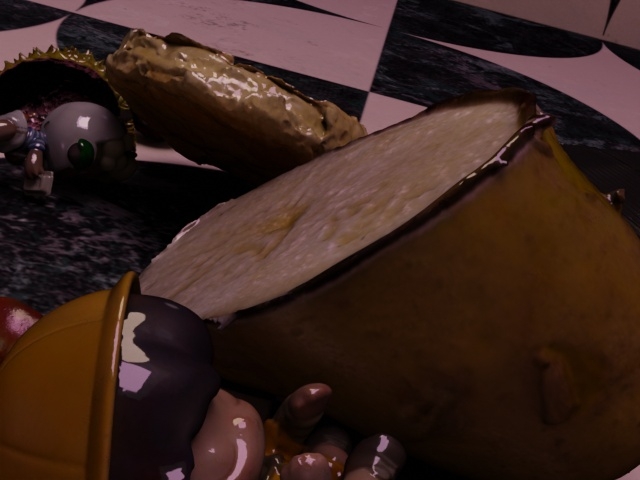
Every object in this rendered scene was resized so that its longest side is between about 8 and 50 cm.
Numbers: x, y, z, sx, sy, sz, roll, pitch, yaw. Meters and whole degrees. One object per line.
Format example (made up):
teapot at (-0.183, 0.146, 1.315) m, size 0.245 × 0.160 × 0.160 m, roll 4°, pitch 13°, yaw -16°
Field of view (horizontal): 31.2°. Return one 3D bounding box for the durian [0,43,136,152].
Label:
durian at (-0.304, -0.187, 1.358) m, size 0.187 × 0.119 × 0.108 m, roll 7°, pitch 28°, yaw -14°

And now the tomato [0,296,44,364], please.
tomato at (-0.226, 0.084, 0.839) m, size 0.087 × 0.075 × 0.087 m, roll 29°, pitch -19°, yaw 11°

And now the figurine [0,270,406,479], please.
figurine at (-0.082, 0.138, 0.706) m, size 0.257 × 0.167 × 0.192 m, roll 32°, pitch 5°, yaw -15°

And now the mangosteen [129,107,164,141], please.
mangosteen at (-0.199, -0.162, 1.411) m, size 0.081 × 0.081 × 0.081 m, roll 12°, pitch 23°, yaw -5°

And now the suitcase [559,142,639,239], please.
suitcase at (0.366, 0.008, 1.272) m, size 0.230 × 0.152 × 0.335 m, roll 3°, pitch 26°, yaw -24°

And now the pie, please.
pie at (-0.074, -0.119, 1.211) m, size 0.340 × 0.083 × 0.339 m, roll 25°, pitch -9°, yaw 4°

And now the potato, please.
potato at (0.074, 0.084, 0.895) m, size 0.296 × 0.397 × 0.290 m, roll 57°, pitch 26°, yaw -16°

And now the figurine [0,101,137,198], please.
figurine at (-0.284, -0.096, 1.208) m, size 0.197 × 0.093 × 0.147 m, roll -12°, pitch 12°, yaw -33°
